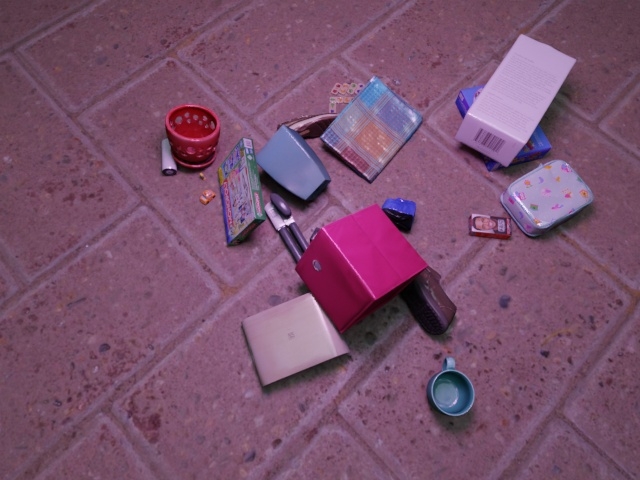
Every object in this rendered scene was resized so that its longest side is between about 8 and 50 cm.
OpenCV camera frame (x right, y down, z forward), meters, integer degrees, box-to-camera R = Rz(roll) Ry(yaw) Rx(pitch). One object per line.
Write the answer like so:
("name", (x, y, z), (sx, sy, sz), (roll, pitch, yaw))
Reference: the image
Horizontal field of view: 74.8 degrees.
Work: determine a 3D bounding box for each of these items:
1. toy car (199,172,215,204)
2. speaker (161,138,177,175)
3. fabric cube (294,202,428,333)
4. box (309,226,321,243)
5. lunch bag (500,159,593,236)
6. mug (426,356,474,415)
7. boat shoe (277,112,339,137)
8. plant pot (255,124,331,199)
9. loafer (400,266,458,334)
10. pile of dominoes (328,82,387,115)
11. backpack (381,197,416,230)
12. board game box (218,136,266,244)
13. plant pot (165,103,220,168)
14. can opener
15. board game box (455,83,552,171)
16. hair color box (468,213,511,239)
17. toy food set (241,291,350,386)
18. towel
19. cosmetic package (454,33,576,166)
("toy car", (-0.442, -0.197, 1.567), (0.060, 0.040, 0.122), (-30, 72, -12))
("speaker", (-0.581, -0.321, 1.606), (0.055, 0.055, 0.136), (-8, 70, -4))
("fabric cube", (0.119, 0.087, 1.310), (0.259, 0.254, 0.258), (-25, 70, -36))
("box", (0.000, 0.000, 1.471), (0.062, 0.083, 0.052), (27, 71, 9))
("lunch bag", (0.821, -0.161, 1.529), (0.279, 0.108, 0.224), (-27, 68, -11))
("mug", (0.401, 0.458, 1.290), (0.129, 0.097, 0.158), (36, 72, 13))
("boat shoe", (-0.050, -0.463, 1.649), (0.257, 0.095, 0.095), (-18, 60, -9))
("plant pot", (-0.083, -0.264, 1.511), (0.234, 0.165, 0.166), (46, 104, 6))
("loafer", (0.329, 0.136, 1.414), (0.130, 0.134, 0.366), (-24, 80, -34))
("pile of dominoes", (0.160, -0.581, 1.723), (0.251, 0.040, 0.196), (1, 69, 0))
("backpack", (0.279, -0.100, 1.510), (0.120, 0.098, 0.101), (14, 48, 14))
("board game box", (-0.283, -0.171, 1.475), (0.046, 0.213, 0.317), (5, 63, -38))
("plant pot", (-0.473, -0.378, 1.549), (0.191, 0.174, 0.191), (9, 55, -13))
("can opener", (-0.111, -0.040, 1.479), (0.076, 0.095, 0.283), (-28, 71, -10))
("board game box", (0.718, -0.463, 1.661), (0.233, 0.078, 0.347), (-14, 70, -6))
("hair color box", (0.614, -0.050, 1.518), (0.141, 0.043, 0.072), (6, 70, 2))
("toy food set", (-0.086, 0.315, 1.357), (0.306, 0.092, 0.220), (-22, 71, 0))
("towel", (0.206, -0.440, 1.632), (0.271, 0.040, 0.370), (40, 74, -2))
("cosmetic package", (0.720, -0.523, 1.555), (0.230, 0.161, 0.453), (34, 72, 12))
